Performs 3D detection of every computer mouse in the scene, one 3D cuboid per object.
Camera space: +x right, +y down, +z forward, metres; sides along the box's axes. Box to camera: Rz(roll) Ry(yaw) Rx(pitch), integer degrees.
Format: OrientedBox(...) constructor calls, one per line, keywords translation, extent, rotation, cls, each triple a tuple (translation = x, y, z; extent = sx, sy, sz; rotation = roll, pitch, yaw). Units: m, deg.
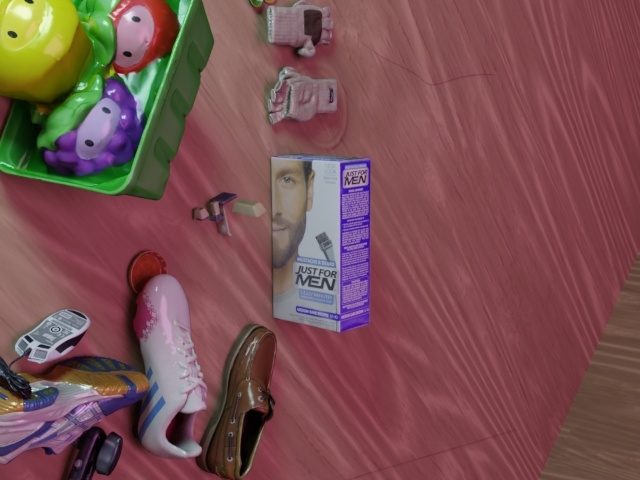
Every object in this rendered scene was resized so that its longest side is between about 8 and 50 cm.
OrientedBox(translation=(-0.436, 0.172, 1.504), extent=(0.193, 0.106, 0.042), rotation=(-38, 143, -50), cls="computer mouse")

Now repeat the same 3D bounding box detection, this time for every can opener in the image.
OrientedBox(translation=(-0.401, 0.400, 1.605), extent=(0.059, 0.073, 0.186), rotation=(37, 77, -56), cls="can opener")

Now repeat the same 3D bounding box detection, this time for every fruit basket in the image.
OrientedBox(translation=(-0.357, -0.263, 1.408), extent=(0.392, 0.283, 0.391), rotation=(12, 90, -68), cls="fruit basket")

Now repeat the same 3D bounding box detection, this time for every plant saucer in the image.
OrientedBox(translation=(-0.306, 0.059, 1.694), extent=(0.083, 0.013, 0.083), rotation=(-12, 106, -48), cls="plant saucer")

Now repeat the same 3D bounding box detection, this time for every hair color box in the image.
OrientedBox(translation=(0.000, 0.000, 1.920), extent=(0.110, 0.185, 0.338), rotation=(-9, 103, -48), cls="hair color box")

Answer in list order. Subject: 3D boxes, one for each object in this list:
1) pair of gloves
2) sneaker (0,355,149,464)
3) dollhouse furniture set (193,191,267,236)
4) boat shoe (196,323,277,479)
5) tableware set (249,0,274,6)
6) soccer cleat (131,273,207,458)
OrientedBox(translation=(-0.041, -0.360, 1.924), extent=(0.204, 0.042, 0.240), rotation=(-25, 117, -50), cls="pair of gloves")
OrientedBox(translation=(-0.414, 0.274, 1.550), extent=(0.296, 0.112, 0.130), rotation=(-4, 116, -48), cls="sneaker")
OrientedBox(translation=(-0.161, -0.029, 1.779), extent=(0.091, 0.114, 0.081), rotation=(-35, 126, -45), cls="dollhouse furniture set")
OrientedBox(translation=(-0.134, 0.319, 1.874), extent=(0.111, 0.105, 0.307), rotation=(30, 73, -49), cls="boat shoe")
OrientedBox(translation=(-0.093, -0.514, 1.848), extent=(0.154, 0.024, 0.104), rotation=(-37, 124, -41), cls="tableware set")
OrientedBox(translation=(-0.249, 0.226, 1.682), extent=(0.116, 0.143, 0.331), rotation=(-10, 106, -51), cls="soccer cleat")
